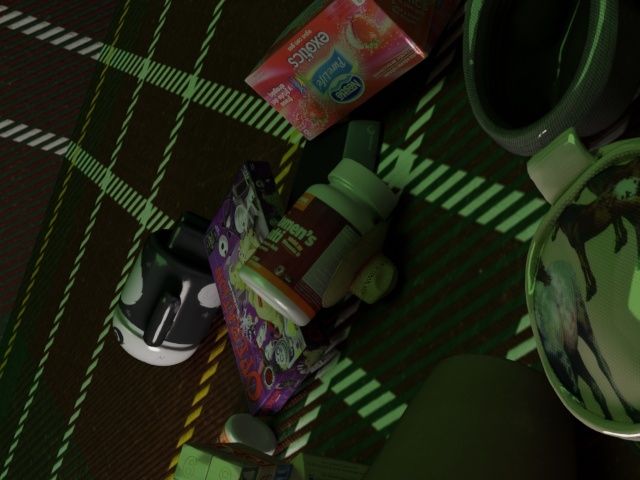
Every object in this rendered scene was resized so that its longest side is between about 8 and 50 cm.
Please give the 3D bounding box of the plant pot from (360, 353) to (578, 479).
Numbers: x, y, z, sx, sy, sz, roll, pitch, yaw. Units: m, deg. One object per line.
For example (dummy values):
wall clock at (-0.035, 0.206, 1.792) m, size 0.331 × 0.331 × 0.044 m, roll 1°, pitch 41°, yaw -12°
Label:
plant pot at (0.153, 0.243, 1.002) m, size 0.263 × 0.263 × 0.229 m, roll -25°, pitch 35°, yaw 53°

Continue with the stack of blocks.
stack of blocks at (-0.149, 0.395, 1.221) m, size 0.087 × 0.171 × 0.297 m, roll 17°, pitch 88°, yaw 27°

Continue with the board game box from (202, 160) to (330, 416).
board game box at (-0.093, 0.072, 1.600) m, size 0.208 × 0.056 × 0.347 m, roll -61°, pitch 40°, yaw 45°

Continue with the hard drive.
hard drive at (0.008, -0.059, 1.573) m, size 0.172 × 0.054 × 0.254 m, roll -1°, pitch 74°, yaw 60°

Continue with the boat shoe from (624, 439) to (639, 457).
boat shoe at (0.295, 0.128, 0.935) m, size 0.103 × 0.092 × 0.285 m, roll -60°, pitch 31°, yaw 22°

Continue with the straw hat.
straw hat at (0.070, 0.050, 1.394) m, size 0.061 × 0.144 × 0.144 m, roll 38°, pitch 113°, yaw 18°

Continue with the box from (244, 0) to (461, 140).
box at (0.045, -0.293, 1.500) m, size 0.300 × 0.142 × 0.154 m, roll -30°, pitch 23°, yaw 50°

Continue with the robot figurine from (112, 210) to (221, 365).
robot figurine at (-0.263, 0.089, 1.838) m, size 0.173 × 0.209 × 0.278 m, roll 38°, pitch 110°, yaw 28°

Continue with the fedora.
fedora at (0.270, -0.224, 1.134) m, size 0.244 × 0.124 × 0.275 m, roll -25°, pitch 62°, yaw 56°

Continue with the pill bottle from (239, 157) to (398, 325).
pill bottle at (0.000, 0.000, 1.425) m, size 0.221 × 0.121 × 0.121 m, roll -50°, pitch 28°, yaw -9°

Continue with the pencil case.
pencil case at (0.326, 0.020, 0.645) m, size 0.160 × 0.410 × 0.183 m, roll -39°, pitch 56°, yaw 54°

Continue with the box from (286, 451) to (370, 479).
box at (-0.021, 0.428, 1.299) m, size 0.213 × 0.117 × 0.243 m, roll -45°, pitch 38°, yaw 40°

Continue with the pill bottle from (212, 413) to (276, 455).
pill bottle at (-0.137, 0.345, 1.575) m, size 0.152 × 0.086 × 0.086 m, roll -58°, pitch 32°, yaw 24°
